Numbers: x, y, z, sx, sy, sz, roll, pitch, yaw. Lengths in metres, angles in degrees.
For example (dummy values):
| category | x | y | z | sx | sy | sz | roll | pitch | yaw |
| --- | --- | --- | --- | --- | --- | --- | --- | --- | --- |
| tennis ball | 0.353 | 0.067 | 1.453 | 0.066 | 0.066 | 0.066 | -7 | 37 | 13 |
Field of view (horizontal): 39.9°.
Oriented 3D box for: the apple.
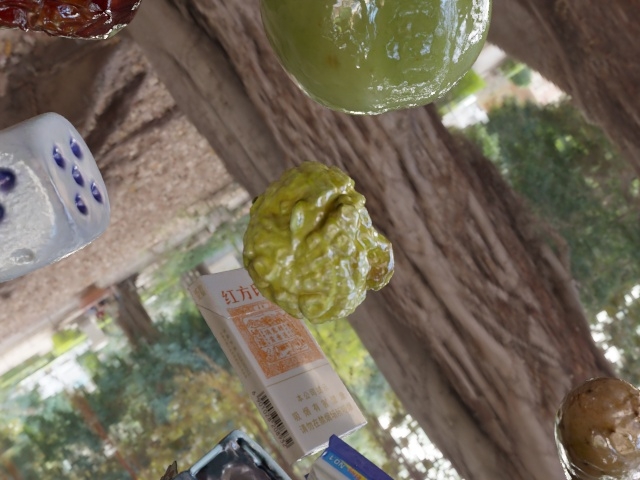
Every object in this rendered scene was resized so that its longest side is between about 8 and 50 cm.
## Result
| category | x | y | z | sx | sy | sz | roll | pitch | yaw |
| --- | --- | --- | --- | --- | --- | --- | --- | --- | --- |
| apple | 0.078 | -0.364 | 1.270 | 0.357 | 0.357 | 0.357 | -33 | -178 | 1 |

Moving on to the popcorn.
| category | x | y | z | sx | sy | sz | roll | pitch | yaw |
| --- | --- | --- | --- | --- | --- | --- | --- | --- | --- |
| popcorn | 0.000 | 0.000 | 1.357 | 0.206 | 0.237 | 0.251 | -47 | 173 | 23 |

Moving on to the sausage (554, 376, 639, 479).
| category | x | y | z | sx | sy | sz | roll | pitch | yaw |
| --- | --- | --- | --- | --- | --- | --- | --- | --- | --- |
| sausage | 0.393 | 0.297 | 1.152 | 0.136 | 0.501 | 0.123 | -1 | -118 | 27 |

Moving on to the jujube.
| category | x | y | z | sx | sy | sz | roll | pitch | yaw |
| --- | --- | --- | --- | --- | --- | --- | --- | --- | --- |
| jujube | -0.455 | -0.450 | 1.350 | 0.376 | 0.277 | 0.276 | 16 | 152 | -30 |

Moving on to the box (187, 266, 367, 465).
| category | x | y | z | sx | sy | sz | roll | pitch | yaw |
| --- | --- | --- | --- | --- | --- | --- | --- | --- | --- |
| box | -0.077 | 0.210 | 1.600 | 0.051 | 0.365 | 0.204 | -43 | 162 | 31 |

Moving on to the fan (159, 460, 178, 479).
| category | x | y | z | sx | sy | sz | roll | pitch | yaw |
| --- | --- | --- | --- | --- | --- | --- | --- | --- | --- |
| fan | -0.155 | 0.261 | 0.878 | 0.056 | 0.004 | 0.083 | -55 | -156 | 25 |

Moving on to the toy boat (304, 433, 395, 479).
| category | x | y | z | sx | sy | sz | roll | pitch | yaw |
| --- | --- | --- | --- | --- | --- | --- | --- | --- | --- |
| toy boat | 0.102 | 0.358 | 1.022 | 0.088 | 0.295 | 0.129 | -42 | 159 | -36 |

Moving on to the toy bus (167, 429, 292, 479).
| category | x | y | z | sx | sy | sz | roll | pitch | yaw |
| --- | --- | --- | --- | --- | --- | --- | --- | --- | --- |
| toy bus | -0.122 | 0.259 | 0.565 | 0.165 | 0.133 | 0.271 | -47 | 171 | 36 |

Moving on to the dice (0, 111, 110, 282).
| category | x | y | z | sx | sy | sz | roll | pitch | yaw |
| --- | --- | --- | --- | --- | --- | --- | --- | --- | --- |
| dice | -0.422 | -0.062 | 1.239 | 0.193 | 0.192 | 0.194 | -19 | -164 | 7 |
